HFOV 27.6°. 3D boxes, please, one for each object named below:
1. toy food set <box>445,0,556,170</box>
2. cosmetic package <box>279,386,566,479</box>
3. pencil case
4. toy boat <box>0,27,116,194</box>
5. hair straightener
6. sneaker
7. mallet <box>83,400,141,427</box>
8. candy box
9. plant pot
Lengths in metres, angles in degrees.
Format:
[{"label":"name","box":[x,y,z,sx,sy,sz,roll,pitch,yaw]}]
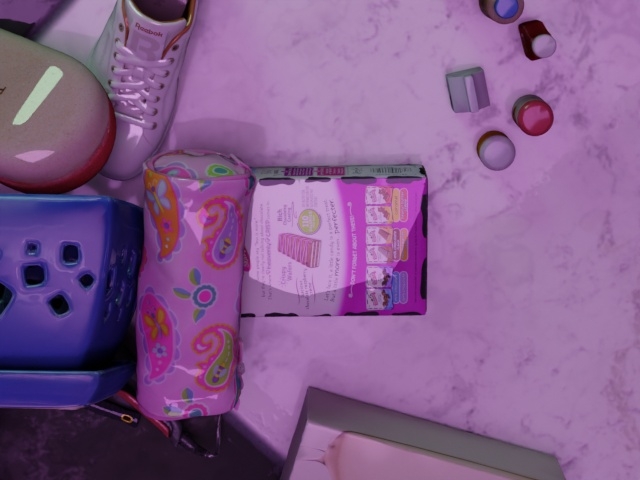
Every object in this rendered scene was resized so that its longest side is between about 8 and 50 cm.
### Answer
[{"label":"toy food set","box":[0.189,-0.186,1.373,0.111,0.104,0.232,-11,103,3]},{"label":"cosmetic package","box":[0.110,0.295,1.487,0.309,0.113,0.160,15,103,-4]},{"label":"pencil case","box":[-0.131,0.049,1.361,0.124,0.124,0.284,4,108,-1]},{"label":"toy boat","box":[-0.314,-0.120,1.380,0.231,0.151,0.151,25,72,27]},{"label":"hair straightener","box":[-0.192,0.158,1.485,0.089,0.047,0.230,-44,94,9]},{"label":"sneaker","box":[-0.194,-0.195,1.366,0.106,0.123,0.290,15,104,-5]},{"label":"mallet","box":[-0.296,0.167,1.501,0.189,0.039,0.062,14,101,-8]},{"label":"candy box","box":[0.000,0.000,1.436,0.233,0.071,0.159,0,105,0]},{"label":"plant pot","box":[-0.307,0.063,1.348,0.236,0.236,0.212,1,89,2]}]
